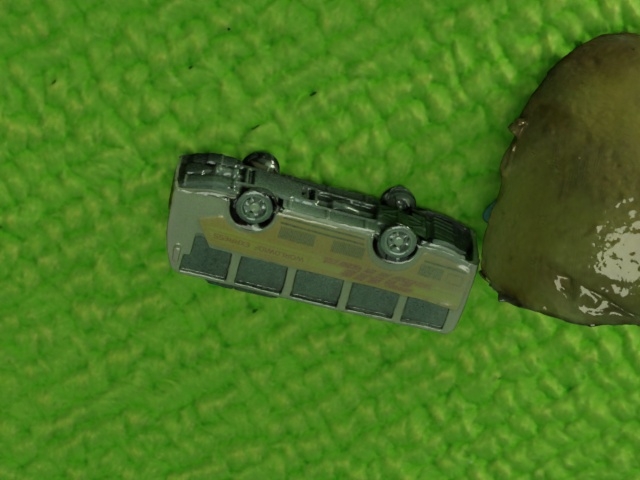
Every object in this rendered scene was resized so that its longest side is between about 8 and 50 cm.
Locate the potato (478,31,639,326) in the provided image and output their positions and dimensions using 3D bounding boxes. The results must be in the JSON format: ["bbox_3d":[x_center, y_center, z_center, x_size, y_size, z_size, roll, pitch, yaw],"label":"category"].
[{"bbox_3d":[0.297,-0.057,1.834,0.211,0.189,0.264,-12,115,-24],"label":"potato"}]

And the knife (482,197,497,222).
[{"bbox_3d":[0.212,-0.056,1.963,0.027,0.010,0.096,35,112,-14],"label":"knife"}]

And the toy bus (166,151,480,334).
[{"bbox_3d":[0.000,0.000,1.947,0.342,0.097,0.138,12,120,-6],"label":"toy bus"}]
